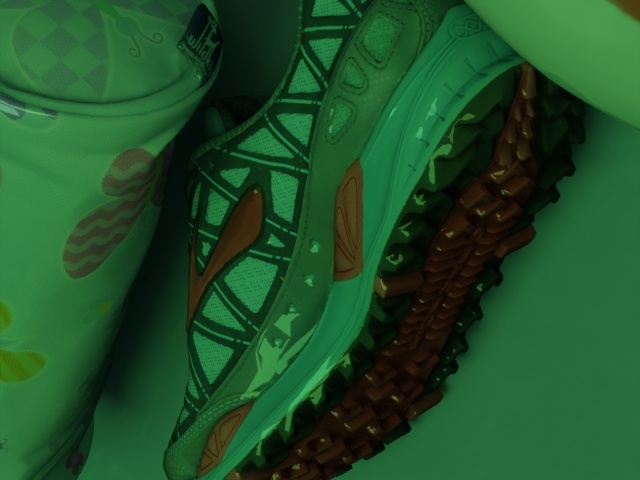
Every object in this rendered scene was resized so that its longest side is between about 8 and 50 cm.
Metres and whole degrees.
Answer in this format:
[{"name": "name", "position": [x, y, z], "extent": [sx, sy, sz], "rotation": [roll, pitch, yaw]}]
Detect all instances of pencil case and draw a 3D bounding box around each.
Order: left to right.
[{"name": "pencil case", "position": [-0.120, -0.002, 0.649], "extent": [0.113, 0.124, 0.273], "rotation": [20, 133, -3]}]

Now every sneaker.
[{"name": "sneaker", "position": [0.000, 0.000, 0.641], "extent": [0.125, 0.104, 0.262], "rotation": [52, 130, 27]}]

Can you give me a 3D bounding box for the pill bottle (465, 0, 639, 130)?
[{"name": "pill bottle", "position": [0.160, -0.181, 0.395], "extent": [0.181, 0.181, 0.323], "rotation": [40, 126, 9]}]
